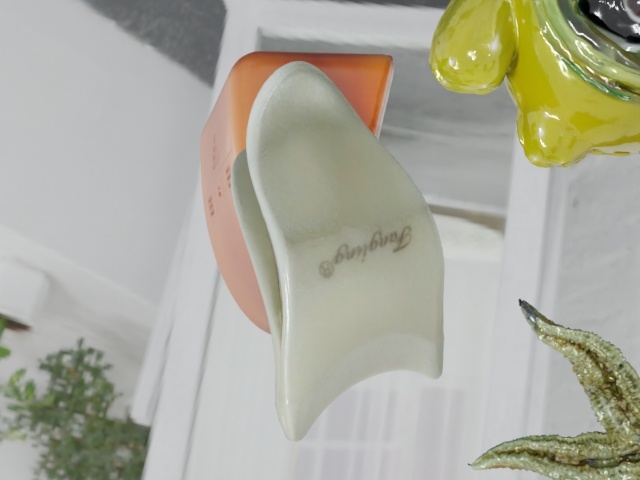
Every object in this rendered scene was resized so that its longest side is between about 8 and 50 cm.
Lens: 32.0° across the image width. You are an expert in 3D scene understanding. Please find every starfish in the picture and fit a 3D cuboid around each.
[{"bbox_3d":[0.321,0.226,1.111,0.347,0.357,0.078,4,175,22],"label":"starfish"}]

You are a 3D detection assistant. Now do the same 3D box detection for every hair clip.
[{"bbox_3d":[0.011,0.000,0.927,0.173,0.282,0.113,-17,170,-33],"label":"hair clip"}]

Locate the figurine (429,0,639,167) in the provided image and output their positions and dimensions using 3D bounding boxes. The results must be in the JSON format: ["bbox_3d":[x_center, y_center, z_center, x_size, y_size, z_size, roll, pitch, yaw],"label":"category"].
[{"bbox_3d":[0.233,-0.230,0.895,0.324,0.339,0.231,-4,178,-15],"label":"figurine"}]

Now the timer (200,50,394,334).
[{"bbox_3d":[-0.030,-0.041,1.152,0.161,0.249,0.257,2,165,-15],"label":"timer"}]
